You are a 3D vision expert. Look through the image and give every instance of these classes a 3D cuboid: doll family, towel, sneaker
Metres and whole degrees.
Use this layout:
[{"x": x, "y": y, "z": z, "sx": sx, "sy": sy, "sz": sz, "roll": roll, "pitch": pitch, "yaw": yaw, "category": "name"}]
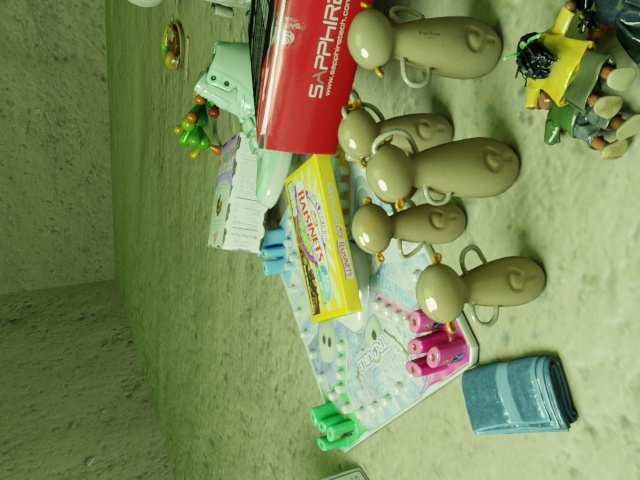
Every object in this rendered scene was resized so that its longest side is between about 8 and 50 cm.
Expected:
[{"x": 0.189, "y": -0.154, "z": 0.400, "sx": 0.111, "sy": 0.076, "sz": 0.193, "roll": 59, "pitch": 140, "yaw": 47, "category": "doll family"}, {"x": 0.179, "y": 0.146, "z": 0.532, "sx": 0.119, "sy": 0.029, "sz": 0.067, "roll": -39, "pitch": 61, "yaw": 60, "category": "towel"}, {"x": -0.120, "y": -0.178, "z": 0.863, "sx": 0.094, "sy": 0.151, "sz": 0.256, "roll": 157, "pitch": 117, "yaw": -71, "category": "sneaker"}]

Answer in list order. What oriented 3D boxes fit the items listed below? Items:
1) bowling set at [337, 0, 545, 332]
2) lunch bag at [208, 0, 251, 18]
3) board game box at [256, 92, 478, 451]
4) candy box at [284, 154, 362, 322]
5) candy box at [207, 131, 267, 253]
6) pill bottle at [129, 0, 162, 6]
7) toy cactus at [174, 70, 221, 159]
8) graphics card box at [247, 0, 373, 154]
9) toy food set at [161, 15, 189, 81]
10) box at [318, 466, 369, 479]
[{"x": 0.076, "y": -0.052, "z": 0.548, "sx": 0.200, "sy": 0.154, "sz": 0.287, "roll": -24, "pitch": 75, "yaw": 61, "category": "bowling set"}, {"x": -0.161, "y": -0.525, "z": 0.844, "sx": 0.256, "sy": 0.212, "sz": 0.305, "roll": 58, "pitch": 145, "yaw": 41, "category": "lunch bag"}, {"x": 0.021, "y": 0.064, "z": 0.804, "sx": 0.390, "sy": 0.050, "sz": 0.390, "roll": -58, "pitch": 45, "yaw": 51, "category": "board game box"}, {"x": 0.000, "y": 0.000, "z": 0.744, "sx": 0.105, "sy": 0.027, "sz": 0.206, "roll": -28, "pitch": 71, "yaw": 58, "category": "candy box"}, {"x": -0.143, "y": -0.078, "z": 1.007, "sx": 0.165, "sy": 0.070, "sz": 0.196, "roll": -177, "pitch": 95, "yaw": -70, "category": "candy box"}, {"x": -0.379, "y": -0.675, "z": 1.278, "sx": 0.323, "sy": 0.181, "sz": 0.181, "roll": -27, "pitch": 72, "yaw": 62, "category": "pill bottle"}, {"x": -0.248, "y": -0.284, "z": 1.232, "sx": 0.219, "sy": 0.112, "sz": 0.180, "roll": 140, "pitch": 138, "yaw": -62, "category": "toy cactus"}, {"x": -0.024, "y": -0.288, "z": 0.653, "sx": 0.371, "sy": 0.094, "sz": 0.233, "roll": -104, "pitch": 22, "yaw": -52, "category": "graphics card box"}, {"x": -0.391, "y": -0.510, "z": 1.498, "sx": 0.192, "sy": 0.038, "sz": 0.132, "roll": 53, "pitch": 141, "yaw": 45, "category": "toy food set"}, {"x": -0.037, "y": 0.424, "z": 0.738, "sx": 0.169, "sy": 0.290, "sz": 0.087, "roll": 42, "pitch": 132, "yaw": 52, "category": "box"}]
